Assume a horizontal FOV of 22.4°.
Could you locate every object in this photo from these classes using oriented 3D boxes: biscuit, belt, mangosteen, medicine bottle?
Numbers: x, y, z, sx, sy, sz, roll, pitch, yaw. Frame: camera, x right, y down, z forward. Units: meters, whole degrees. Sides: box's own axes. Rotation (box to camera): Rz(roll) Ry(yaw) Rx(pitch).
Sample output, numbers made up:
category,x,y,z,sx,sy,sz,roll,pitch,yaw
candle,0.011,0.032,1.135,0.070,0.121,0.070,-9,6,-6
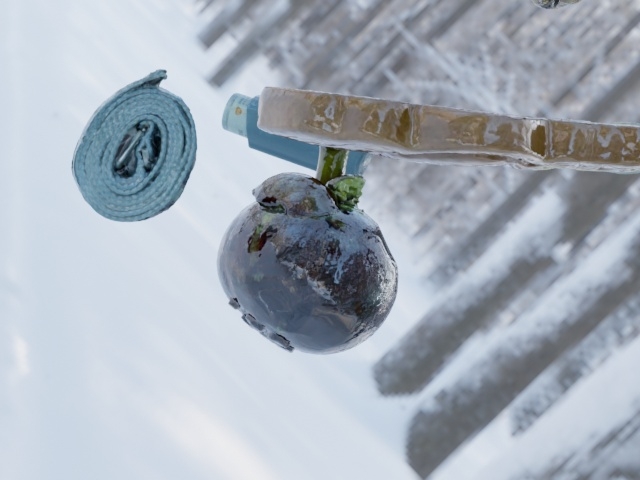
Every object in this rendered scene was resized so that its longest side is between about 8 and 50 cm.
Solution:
category,x,y,z,sx,sy,sz,roll,pitch,yaw
biscuit,0.095,-0.073,1.118,0.295,0.044,0.186,3,3,-27
belt,-0.217,-0.104,1.905,0.148,0.163,0.082,58,-3,-14
mangosteen,0.000,0.000,2.025,0.231,0.289,0.231,23,2,-1
medicine bottle,-0.021,-0.173,2.469,0.258,0.124,0.079,18,19,15

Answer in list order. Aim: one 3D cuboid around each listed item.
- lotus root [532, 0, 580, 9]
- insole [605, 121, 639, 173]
category,x,y,z,sx,sy,sz,roll,pitch,yaw
lotus root,0.263,-0.290,1.744,0.072,0.152,0.063,-3,-56,34
insole,0.400,-0.106,1.950,0.193,0.065,0.006,13,-2,31
